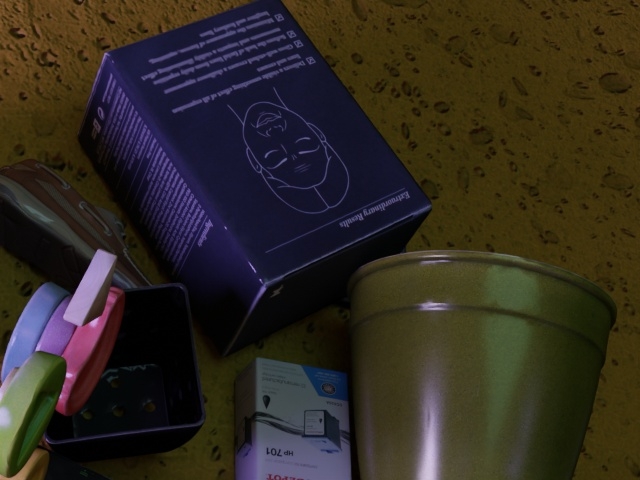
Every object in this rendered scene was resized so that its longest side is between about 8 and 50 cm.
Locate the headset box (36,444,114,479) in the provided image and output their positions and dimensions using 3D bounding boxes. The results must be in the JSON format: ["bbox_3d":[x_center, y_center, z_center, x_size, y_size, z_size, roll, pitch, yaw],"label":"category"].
[{"bbox_3d":[-0.319,0.386,1.691,0.283,0.131,0.246,26,52,-12],"label":"headset box"}]

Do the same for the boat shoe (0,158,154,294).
[{"bbox_3d":[-0.303,0.008,1.943,0.324,0.123,0.116,43,49,-1],"label":"boat shoe"}]

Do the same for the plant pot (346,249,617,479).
[{"bbox_3d":[0.193,0.245,1.945,0.366,0.366,0.353,16,67,-19],"label":"plant pot"}]

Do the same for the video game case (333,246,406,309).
[{"bbox_3d":[0.000,0.000,2.168,0.274,0.026,0.196,15,55,-18],"label":"video game case"}]

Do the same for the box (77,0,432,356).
[{"bbox_3d":[-0.096,-0.095,2.027,0.293,0.212,0.395,-24,70,-32],"label":"box"}]

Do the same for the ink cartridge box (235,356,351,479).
[{"bbox_3d":[-0.036,0.264,1.950,0.139,0.082,0.191,12,55,-22],"label":"ink cartridge box"}]

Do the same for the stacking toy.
[{"bbox_3d":[-0.330,0.146,1.575,0.130,0.279,0.309,22,58,4],"label":"stacking toy"}]

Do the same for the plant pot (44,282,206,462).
[{"bbox_3d":[-0.247,0.179,1.816,0.188,0.167,0.187,-7,63,-9],"label":"plant pot"}]
